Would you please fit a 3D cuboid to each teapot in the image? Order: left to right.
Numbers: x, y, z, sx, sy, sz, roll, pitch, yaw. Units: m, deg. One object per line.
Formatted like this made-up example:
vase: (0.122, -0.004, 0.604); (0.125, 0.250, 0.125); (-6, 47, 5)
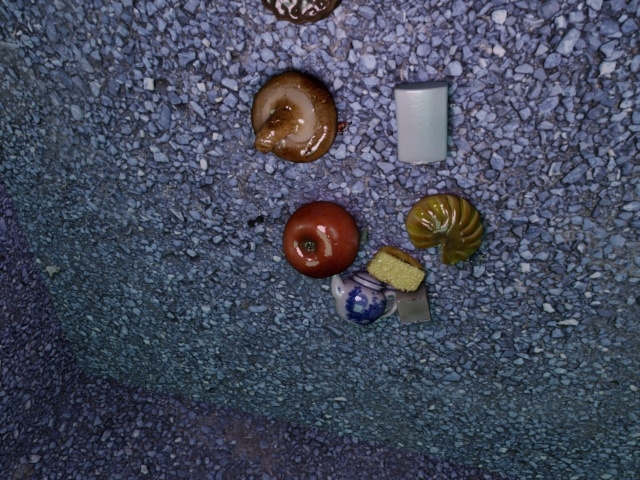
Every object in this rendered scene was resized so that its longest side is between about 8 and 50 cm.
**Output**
teapot: (0.202, 0.254, 2.217); (0.424, 0.252, 0.280); (22, 93, -25)

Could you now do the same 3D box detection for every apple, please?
apple: (0.000, 0.000, 2.016); (0.348, 0.277, 0.348); (6, 107, 19)

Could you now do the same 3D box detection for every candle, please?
candle: (-0.017, -0.432, 1.861); (0.302, 0.084, 0.059); (-12, 154, 16)

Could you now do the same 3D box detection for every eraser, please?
eraser: (0.374, -0.430, 1.724); (0.189, 0.104, 0.290); (4, 126, 18)

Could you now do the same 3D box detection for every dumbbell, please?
dumbbell: (-0.308, -0.090, 2.211); (0.083, 0.040, 0.036); (-22, 150, 28)

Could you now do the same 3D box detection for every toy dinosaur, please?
toy dinosaur: (0.692, 0.089, 2.069); (0.047, 0.030, 0.083); (35, 128, -9)

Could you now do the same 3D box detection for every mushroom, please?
mushroom: (-0.098, -0.459, 1.746); (0.345, 0.239, 0.345); (-2, 103, -10)

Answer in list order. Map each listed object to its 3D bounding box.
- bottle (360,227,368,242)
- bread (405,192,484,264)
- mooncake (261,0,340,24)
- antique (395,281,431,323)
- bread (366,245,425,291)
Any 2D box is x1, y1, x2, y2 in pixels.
bottle: (0.197, -0.025, 2.087); (0.030, 0.083, 0.030); (8, 128, 10)
bread: (0.517, -0.043, 1.938); (0.333, 0.160, 0.333); (7, 126, 9)
mooncake: (-0.059, -0.855, 1.475); (0.324, 0.187, 0.324); (6, 125, 9)
antique: (0.441, 0.290, 2.211); (0.152, 0.148, 0.146); (-10, 119, 12)
bread: (0.339, 0.116, 2.122); (0.261, 0.147, 0.160); (22, 120, -6)
